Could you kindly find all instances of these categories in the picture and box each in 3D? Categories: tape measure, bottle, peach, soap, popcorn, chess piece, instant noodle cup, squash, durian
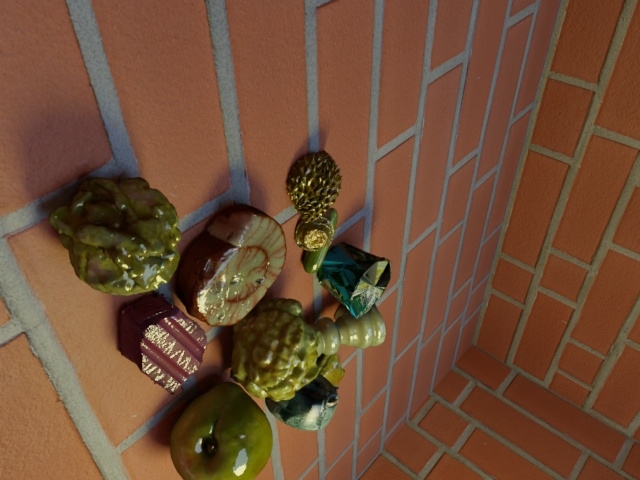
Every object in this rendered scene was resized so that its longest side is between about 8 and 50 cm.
[{"bbox_3d":[-0.064,0.550,2.045,0.275,0.257,0.147,-46,158,-78],"label":"tape measure"},{"bbox_3d":[0.152,0.312,2.303,0.097,0.110,0.209,-37,158,24],"label":"bottle"},{"bbox_3d":[-0.288,0.602,1.728,0.314,0.282,0.315,-58,160,-16],"label":"peach"},{"bbox_3d":[-0.394,0.249,1.424,0.182,0.112,0.289,-50,149,-17],"label":"soap"},{"bbox_3d":[-0.386,-0.006,1.131,0.259,0.212,0.259,-47,153,-33],"label":"popcorn"},{"bbox_3d":[0.050,0.336,2.068,0.331,0.182,0.182,-13,131,-20],"label":"chess piece"},{"bbox_3d":[-0.133,0.340,1.729,0.279,0.275,0.335,176,-84,-82],"label":"popcorn"},{"bbox_3d":[0.113,0.125,2.013,0.240,0.178,0.240,-36,143,-34],"label":"instant noodle cup"},{"bbox_3d":[0.000,0.000,1.847,0.069,0.069,0.238,-3,119,-56],"label":"squash"},{"bbox_3d":[-0.016,-0.159,1.653,0.182,0.165,0.132,-37,-178,4],"label":"durian"}]

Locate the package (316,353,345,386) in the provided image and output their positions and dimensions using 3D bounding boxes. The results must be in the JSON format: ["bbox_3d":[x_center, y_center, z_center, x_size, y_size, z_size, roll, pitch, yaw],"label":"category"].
[{"bbox_3d":[0.032,0.546,2.345,0.168,0.090,0.226,-50,146,-21],"label":"package"}]

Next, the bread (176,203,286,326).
[{"bbox_3d":[-0.227,0.072,1.522,0.327,0.114,0.295,-56,151,-8],"label":"bread"}]

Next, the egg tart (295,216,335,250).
[{"bbox_3d":[-0.014,-0.015,1.772,0.131,0.052,0.130,-5,120,-9],"label":"egg tart"}]
